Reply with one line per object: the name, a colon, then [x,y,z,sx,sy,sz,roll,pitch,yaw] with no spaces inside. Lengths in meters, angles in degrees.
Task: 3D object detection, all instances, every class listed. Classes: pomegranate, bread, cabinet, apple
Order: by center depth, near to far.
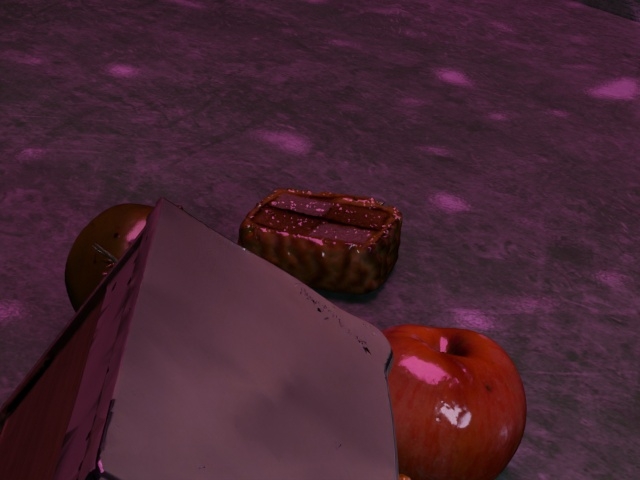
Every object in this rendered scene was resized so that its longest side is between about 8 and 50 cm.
cabinet: [-0.125,0.204,0.885,0.227,0.318,0.290,32,30,-20]
apple: [0.120,0.178,1.324,0.209,0.164,0.209,7,24,-3]
pomegranate: [-0.221,0.062,1.461,0.198,0.198,0.246,10,29,8]
bread: [0.000,0.000,1.742,0.222,0.096,0.181,10,26,13]

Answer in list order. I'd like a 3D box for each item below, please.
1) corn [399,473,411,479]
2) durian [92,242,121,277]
corn: [-0.037,0.273,1.160,0.310,0.101,0.101,-3,27,-5]
durian: [-0.104,0.139,1.304,0.355,0.169,0.157,39,45,6]
